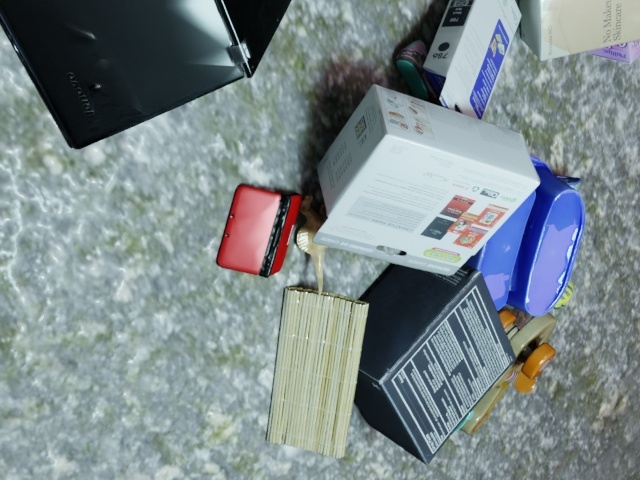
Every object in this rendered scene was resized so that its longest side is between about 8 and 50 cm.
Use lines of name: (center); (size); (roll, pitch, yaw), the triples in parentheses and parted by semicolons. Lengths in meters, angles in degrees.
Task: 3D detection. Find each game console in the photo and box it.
game console: (-0.101, -0.019, 1.782); (0.124, 0.085, 0.144); (-24, 132, -75)

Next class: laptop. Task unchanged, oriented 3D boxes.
laptop: (-0.238, -0.402, 1.455); (0.408, 0.236, 0.382); (-69, 149, -42)

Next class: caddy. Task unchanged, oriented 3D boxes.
caddy: (0.386, -0.006, 2.166); (0.241, 0.179, 0.341); (7, 105, -22)

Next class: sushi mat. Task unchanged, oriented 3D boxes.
sushi mat: (-0.008, 0.240, 1.919); (0.019, 0.151, 0.317); (-60, 159, -70)

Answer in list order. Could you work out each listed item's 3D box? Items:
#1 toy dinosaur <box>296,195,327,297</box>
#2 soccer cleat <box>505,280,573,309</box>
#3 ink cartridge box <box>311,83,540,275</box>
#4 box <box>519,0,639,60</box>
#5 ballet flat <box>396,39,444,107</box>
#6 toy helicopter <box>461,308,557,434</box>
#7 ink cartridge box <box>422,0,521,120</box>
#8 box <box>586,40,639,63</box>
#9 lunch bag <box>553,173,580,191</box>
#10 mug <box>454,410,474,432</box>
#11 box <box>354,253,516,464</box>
toy dinosaur: (0.000, 0.000, 1.871); (0.092, 0.053, 0.183); (-19, 108, -28)
soccer cleat: (0.488, 0.087, 2.375); (0.289, 0.093, 0.121); (0, 106, -45)
ink cartridge box: (0.164, -0.092, 1.819); (0.309, 0.130, 0.272); (15, 133, -26)
box: (0.549, -0.462, 2.046); (0.311, 0.121, 0.148); (-14, 125, -4)
ballet flat: (0.202, -0.268, 1.930); (0.079, 0.077, 0.221); (-46, 131, -24)
toy helicopter: (0.413, 0.292, 2.352); (0.235, 0.140, 0.355); (-21, 145, -52)
ink cartridge box: (0.267, -0.334, 1.901); (0.165, 0.065, 0.333); (52, 51, -46)
box: (0.655, -0.537, 2.228); (0.213, 0.117, 0.243); (-41, 132, -25)
lunch bag: (0.501, -0.077, 2.308); (0.151, 0.096, 0.129); (-3, 110, -35)
mug: (0.254, 0.345, 2.255); (0.129, 0.097, 0.158); (-38, 133, -28)
box: (0.196, 0.219, 2.069); (0.294, 0.182, 0.296); (-46, 135, -19)
